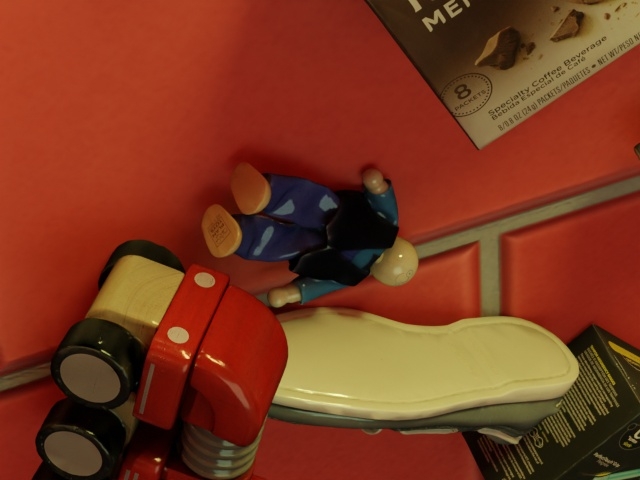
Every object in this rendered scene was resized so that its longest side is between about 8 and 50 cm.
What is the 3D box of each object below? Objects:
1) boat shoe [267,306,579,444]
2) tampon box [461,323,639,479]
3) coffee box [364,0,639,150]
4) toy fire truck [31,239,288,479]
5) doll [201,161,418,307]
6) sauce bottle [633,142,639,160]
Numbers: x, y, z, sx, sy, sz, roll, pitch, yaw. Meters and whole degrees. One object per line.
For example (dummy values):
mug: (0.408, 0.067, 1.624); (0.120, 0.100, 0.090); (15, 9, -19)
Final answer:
boat shoe: (0.060, 0.123, 1.294); (0.319, 0.116, 0.099); (1, 130, -34)
tampon box: (0.231, 0.173, 1.440); (0.161, 0.101, 0.120); (-42, 137, 19)
coffee box: (0.160, -0.211, 0.970); (0.297, 0.119, 0.168); (-33, 138, 9)
toy fire truck: (-0.068, 0.150, 1.141); (0.246, 0.158, 0.217); (20, 130, 2)
doll: (0.000, 0.000, 1.181); (0.189, 0.046, 0.129); (15, 117, -45)
sauce bottle: (0.390, -0.130, 1.185); (0.344, 0.111, 0.111); (-30, 140, 10)
